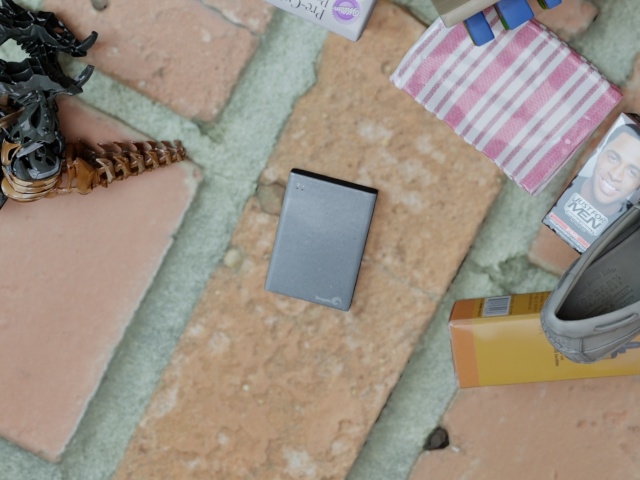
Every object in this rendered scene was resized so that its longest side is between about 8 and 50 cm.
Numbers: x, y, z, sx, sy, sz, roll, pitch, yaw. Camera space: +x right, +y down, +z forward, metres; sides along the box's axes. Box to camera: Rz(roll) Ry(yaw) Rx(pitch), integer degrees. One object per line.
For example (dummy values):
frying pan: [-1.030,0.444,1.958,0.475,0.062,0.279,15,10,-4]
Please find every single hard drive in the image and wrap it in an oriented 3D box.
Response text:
hard drive: [0.000,0.000,2.006,0.094,0.022,0.135,15,109,5]

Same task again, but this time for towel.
towel: [0.186,-0.155,1.924,0.197,0.029,0.144,39,108,-3]

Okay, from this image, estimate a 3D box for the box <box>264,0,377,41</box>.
box: [-0.094,-0.297,1.909,0.324,0.063,0.067,25,110,1]

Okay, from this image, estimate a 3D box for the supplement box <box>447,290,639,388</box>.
supplement box: [0.253,0.097,1.966,0.233,0.080,0.078,-4,107,13]

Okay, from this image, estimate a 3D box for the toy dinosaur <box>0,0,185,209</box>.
toy dinosaur: [-0.313,-0.118,1.979,0.322,0.164,0.218,-7,128,-28]

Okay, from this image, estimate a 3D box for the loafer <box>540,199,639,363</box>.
loafer: [0.350,0.000,1.862,0.319,0.111,0.112,-42,69,-3]

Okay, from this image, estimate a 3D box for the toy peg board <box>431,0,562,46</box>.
toy peg board: [0.193,-0.237,1.820,0.161,0.160,0.079,-29,109,6]

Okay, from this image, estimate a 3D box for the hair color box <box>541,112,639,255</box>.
hair color box: [0.294,-0.053,1.918,0.072,0.043,0.141,42,110,22]
